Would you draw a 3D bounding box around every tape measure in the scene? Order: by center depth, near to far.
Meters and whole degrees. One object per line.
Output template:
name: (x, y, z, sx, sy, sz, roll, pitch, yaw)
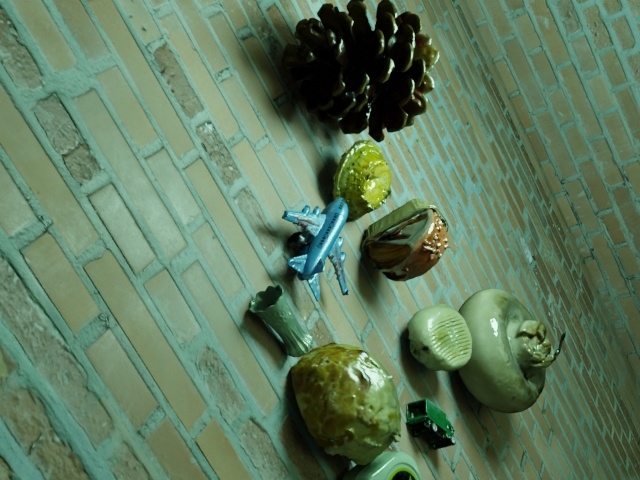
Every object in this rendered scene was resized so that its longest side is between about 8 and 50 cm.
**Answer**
tape measure: (0.144, 0.574, 1.681, 0.207, 0.115, 0.235, -23, 96, -53)

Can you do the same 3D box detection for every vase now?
vase: (-0.073, 0.169, 1.605, 0.148, 0.081, 0.081, 57, 34, -26)

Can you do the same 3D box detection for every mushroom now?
mushroom: (0.544, 0.307, 2.265, 0.362, 0.295, 0.362, 30, 51, -45)

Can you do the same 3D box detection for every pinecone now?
pinecone: (0.071, -0.426, 1.941, 0.384, 0.384, 0.384, 33, 47, -44)

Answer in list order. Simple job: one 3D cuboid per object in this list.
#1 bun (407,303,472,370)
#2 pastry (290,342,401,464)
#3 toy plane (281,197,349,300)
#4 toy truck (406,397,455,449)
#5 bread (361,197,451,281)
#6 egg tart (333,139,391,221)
bun: (0.298, 0.263, 2.080, 0.193, 0.128, 0.178, -11, 82, -47)
pastry: (0.071, 0.320, 1.644, 0.237, 0.170, 0.256, 34, 39, -46)
toy plane: (0.000, 0.000, 1.781, 0.254, 0.105, 0.271, 52, 34, -28)
toy truck: (0.279, 0.467, 1.988, 0.147, 0.065, 0.079, 42, 38, -35)
bread: (0.214, -0.002, 1.997, 0.142, 0.224, 0.212, 51, 15, -28)
egg tart: (0.113, -0.148, 1.991, 0.213, 0.090, 0.212, -20, 116, -48)
